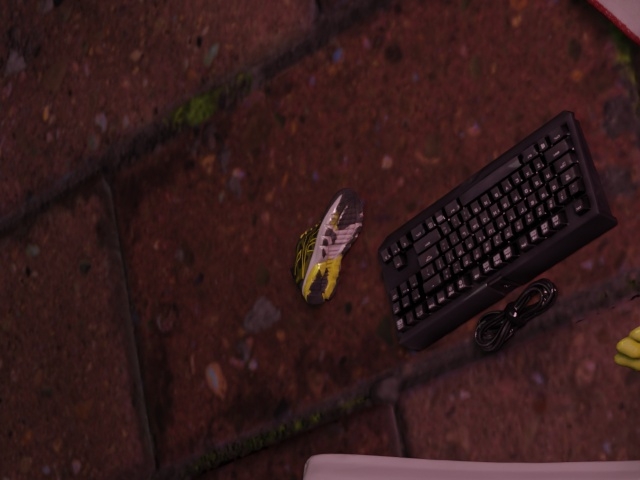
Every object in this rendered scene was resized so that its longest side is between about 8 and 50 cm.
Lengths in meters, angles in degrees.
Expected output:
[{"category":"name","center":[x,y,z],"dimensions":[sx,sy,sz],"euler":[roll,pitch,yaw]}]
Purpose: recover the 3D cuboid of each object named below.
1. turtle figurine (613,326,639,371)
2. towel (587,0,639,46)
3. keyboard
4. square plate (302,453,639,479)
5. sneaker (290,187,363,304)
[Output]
[{"category":"turtle figurine","center":[0.206,0.139,0.902],"dimensions":[0.087,0.269,0.217],"euler":[-32,60,24]},{"category":"towel","center":[0.145,-0.233,0.991],"dimensions":[0.237,0.037,0.329],"euler":[49,160,31]},{"category":"keyboard","center":[0.104,0.008,1.191],"dimensions":[0.180,0.023,0.108],"euler":[-37,61,42]},{"category":"square plate","center":[0.093,0.301,1.162],"dimensions":[0.347,0.049,0.344],"euler":[-6,83,48]},{"category":"sneaker","center":[0.000,0.000,1.300],"dimensions":[0.035,0.031,0.083],"euler":[41,117,43]}]
